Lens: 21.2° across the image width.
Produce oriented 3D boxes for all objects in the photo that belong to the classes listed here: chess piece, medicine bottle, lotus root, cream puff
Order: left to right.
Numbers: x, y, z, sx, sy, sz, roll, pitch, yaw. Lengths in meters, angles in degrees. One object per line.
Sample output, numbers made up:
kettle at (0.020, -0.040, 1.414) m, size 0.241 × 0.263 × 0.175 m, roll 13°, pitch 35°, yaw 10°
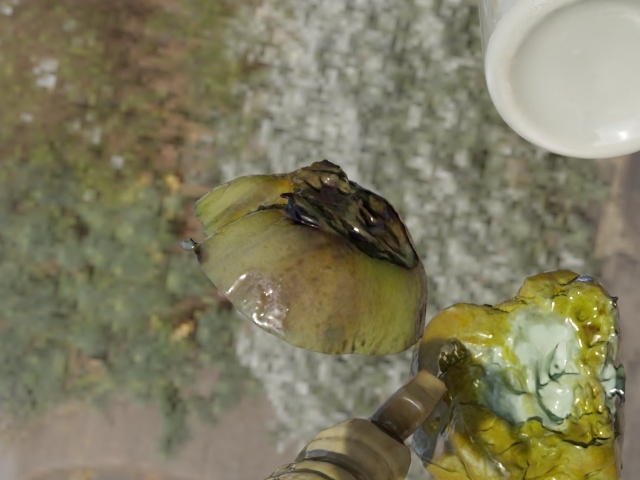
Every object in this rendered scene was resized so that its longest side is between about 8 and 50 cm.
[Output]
lotus root at (0.003, 0.000, 1.254) m, size 0.183 × 0.203 × 0.078 m, roll 50°, pitch 123°, yaw 39°
chess piece at (0.036, 0.238, 1.792) m, size 0.301 × 0.137 × 0.137 m, roll -40°, pitch -27°, yaw -57°
cream puff at (0.246, 0.198, 2.108) m, size 0.274 × 0.269 × 0.323 m, roll 66°, pitch -151°, yaw -55°
medicine bottle at (0.253, -0.264, 1.635) m, size 0.371 × 0.211 × 0.211 m, roll -86°, pitch 15°, yaw -50°
